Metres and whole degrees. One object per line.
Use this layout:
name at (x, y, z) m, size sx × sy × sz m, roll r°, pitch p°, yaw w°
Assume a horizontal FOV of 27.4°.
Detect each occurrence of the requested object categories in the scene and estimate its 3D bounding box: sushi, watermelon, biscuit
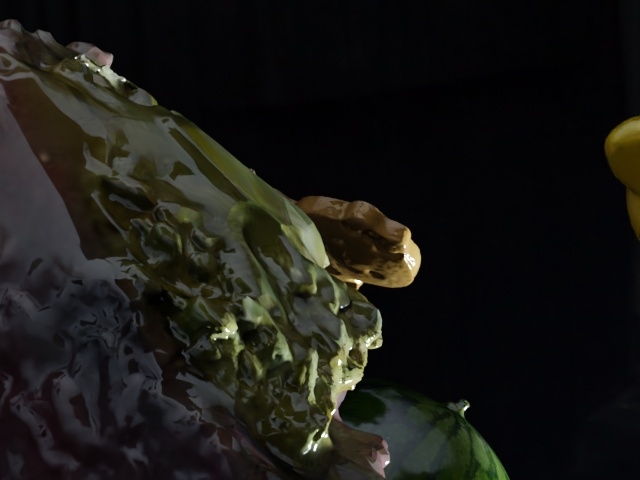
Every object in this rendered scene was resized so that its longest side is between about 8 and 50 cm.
sushi at (-0.063, 0.023, 0.390) m, size 0.161 × 0.107 × 0.241 m, roll 36°, pitch -162°, yaw -22°
watermelon at (0.027, 0.218, 0.961) m, size 0.242 × 0.242 × 0.242 m, roll -4°, pitch -171°, yaw 1°
biscuit at (0.000, 0.003, 0.987) m, size 0.184 × 0.027 × 0.133 m, roll 12°, pitch 155°, yaw 34°

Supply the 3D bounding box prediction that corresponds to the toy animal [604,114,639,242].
toy animal at (0.270, -0.069, 0.721) m, size 0.230 × 0.156 × 0.156 m, roll -33°, pitch -176°, yaw 11°
